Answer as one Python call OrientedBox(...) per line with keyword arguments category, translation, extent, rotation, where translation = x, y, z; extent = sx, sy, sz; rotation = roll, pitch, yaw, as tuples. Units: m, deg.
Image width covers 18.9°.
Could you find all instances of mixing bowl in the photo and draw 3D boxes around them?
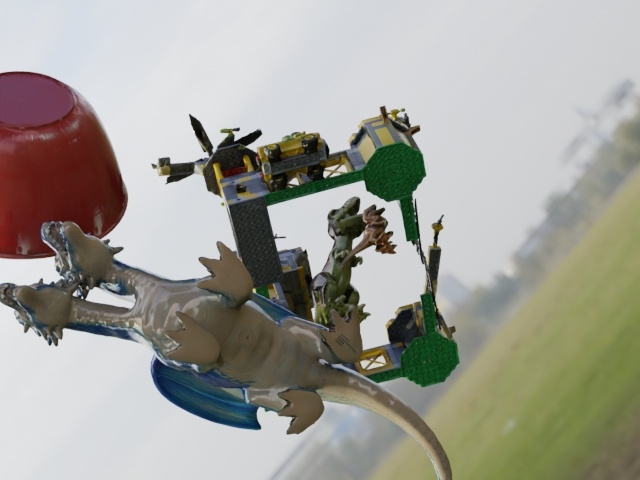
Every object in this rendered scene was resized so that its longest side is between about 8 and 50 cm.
OrientedBox(category="mixing bowl", translation=(-0.246, -0.076, 1.587), extent=(0.181, 0.181, 0.098), rotation=(-43, -31, -48))

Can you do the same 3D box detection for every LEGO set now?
OrientedBox(category="LEGO set", translation=(0.000, 0.000, 1.921), extent=(0.255, 0.331, 0.192), rotation=(-22, 31, -1))

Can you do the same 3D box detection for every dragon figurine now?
OrientedBox(category="dragon figurine", translation=(-0.049, 0.066, 1.161), extent=(0.144, 0.289, 0.085), rotation=(-6, 60, 66))
